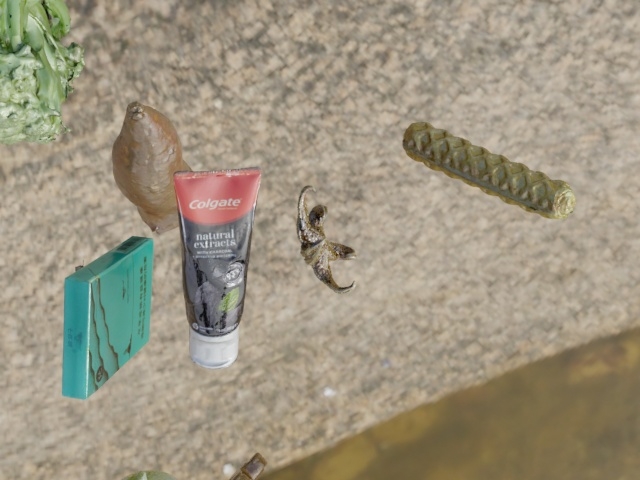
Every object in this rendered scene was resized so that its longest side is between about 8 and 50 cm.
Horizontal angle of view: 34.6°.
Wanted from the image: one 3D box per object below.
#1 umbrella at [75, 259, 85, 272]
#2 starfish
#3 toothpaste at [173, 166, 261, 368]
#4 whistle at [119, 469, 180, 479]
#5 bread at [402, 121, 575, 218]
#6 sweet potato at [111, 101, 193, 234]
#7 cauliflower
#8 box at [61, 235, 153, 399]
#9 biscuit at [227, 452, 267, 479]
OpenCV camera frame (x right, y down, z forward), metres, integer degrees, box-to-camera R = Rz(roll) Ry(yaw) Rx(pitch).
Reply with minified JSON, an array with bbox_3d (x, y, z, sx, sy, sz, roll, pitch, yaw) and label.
[{"bbox_3d":[-0.409,0.073,1.766,0.031,0.020,0.083,11,96,9],"label":"umbrella"},{"bbox_3d":[0.000,-0.001,1.805,0.074,0.146,0.189,-19,116,22],"label":"starfish"},{"bbox_3d":[-0.091,0.022,0.874,0.071,0.045,0.193,-3,125,-14],"label":"toothpaste"},{"bbox_3d":[-0.210,0.360,1.223,0.123,0.123,0.223,-9,123,-15],"label":"whistle"},{"bbox_3d":[0.310,-0.132,1.936,0.077,0.368,0.084,-60,153,-6],"label":"bread"},{"bbox_3d":[-0.288,-0.134,1.707,0.131,0.131,0.336,-26,155,-5],"label":"sweet potato"},{"bbox_3d":[-0.344,-0.235,1.058,0.272,0.275,0.250,45,91,-1],"label":"cauliflower"},{"bbox_3d":[-0.282,0.097,1.384,0.042,0.226,0.160,7,106,10],"label":"box"},{"bbox_3d":[-0.147,0.413,1.639,0.039,0.236,0.180,36,83,8],"label":"biscuit"}]
